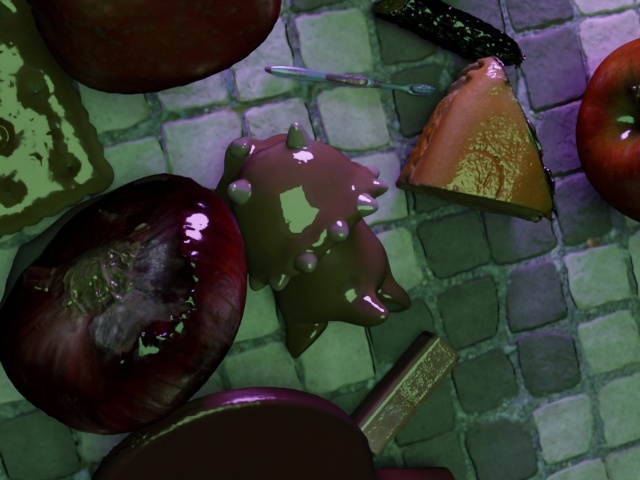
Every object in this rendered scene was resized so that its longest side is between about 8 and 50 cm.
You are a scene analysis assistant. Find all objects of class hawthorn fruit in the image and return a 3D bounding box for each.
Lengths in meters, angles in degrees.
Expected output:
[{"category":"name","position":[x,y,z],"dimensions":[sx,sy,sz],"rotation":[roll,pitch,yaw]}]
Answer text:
[{"category":"hawthorn fruit","position":[-0.134,-0.274,1.065],"dimensions":[0.300,0.254,0.254],"rotation":[-18,97,-17]}]

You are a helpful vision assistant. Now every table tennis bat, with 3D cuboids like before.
[{"category":"table tennis bat","position":[-0.039,0.261,1.164],"dimensions":[0.414,0.051,0.268],"rotation":[6,122,-28]}]

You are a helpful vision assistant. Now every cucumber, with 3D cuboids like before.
[{"category":"cucumber","position":[0.145,-0.234,1.243],"dimensions":[0.181,0.053,0.053],"rotation":[22,87,-16]}]

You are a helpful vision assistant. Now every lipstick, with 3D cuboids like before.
[{"category":"lipstick","position":[0.090,0.169,1.248],"dimensions":[0.045,0.045,0.145],"rotation":[43,82,-14]}]

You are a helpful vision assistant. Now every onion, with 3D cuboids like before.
[{"category":"onion","position":[-0.174,0.071,1.082],"dimensions":[0.272,0.272,0.195],"rotation":[-48,130,-9]}]

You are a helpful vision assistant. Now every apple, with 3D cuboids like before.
[{"category":"apple","position":[0.405,-0.118,1.242],"dimensions":[0.230,0.230,0.230],"rotation":[-1,93,-15]}]

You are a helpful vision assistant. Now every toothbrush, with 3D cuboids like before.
[{"category":"toothbrush","position":[0.034,-0.175,1.231],"dimensions":[0.193,0.019,0.013],"rotation":[5,92,-14]}]

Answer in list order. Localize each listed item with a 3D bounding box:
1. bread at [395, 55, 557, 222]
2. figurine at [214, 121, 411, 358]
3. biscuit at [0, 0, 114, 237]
[{"category":"bread","position":[0.192,-0.094,1.220],"dimensions":[0.160,0.140,0.169],"rotation":[29,84,-9]},{"category":"figurine","position":[-0.005,-0.002,1.148],"dimensions":[0.177,0.173,0.247],"rotation":[-23,98,-14]},{"category":"biscuit","position":[-0.360,-0.159,1.110],"dimensions":[0.217,0.044,0.325],"rotation":[-24,99,-12]}]
